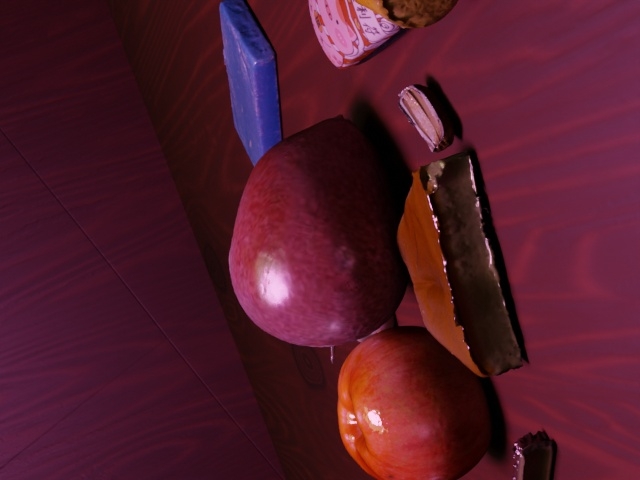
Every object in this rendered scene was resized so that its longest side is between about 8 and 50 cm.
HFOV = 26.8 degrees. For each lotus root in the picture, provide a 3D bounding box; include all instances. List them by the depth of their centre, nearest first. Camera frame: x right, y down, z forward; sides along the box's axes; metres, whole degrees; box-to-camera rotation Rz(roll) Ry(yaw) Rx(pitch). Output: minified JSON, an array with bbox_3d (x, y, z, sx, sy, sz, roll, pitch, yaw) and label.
[{"bbox_3d":[0.113,-0.128,1.369,0.083,0.030,0.037,58,133,31],"label":"lotus root"}]

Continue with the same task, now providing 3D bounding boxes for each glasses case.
[{"bbox_3d":[0.040,-0.246,1.399,0.267,0.067,0.103,160,87,-78],"label":"glasses case"}]

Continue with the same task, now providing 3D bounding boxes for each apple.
[{"bbox_3d":[0.107,0.202,1.626,0.209,0.164,0.209,161,90,-76],"label":"apple"}]

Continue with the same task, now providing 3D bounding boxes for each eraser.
[{"bbox_3d":[-0.107,-0.231,2.127,0.312,0.043,0.144,87,159,-56],"label":"eraser"}]

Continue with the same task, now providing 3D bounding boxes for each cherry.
[{"bbox_3d":[0.000,0.000,1.632,0.261,0.221,0.307,-113,25,-85],"label":"cherry"}]

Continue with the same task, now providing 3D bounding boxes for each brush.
[{"bbox_3d":[0.234,0.292,1.512,0.248,0.043,0.036,82,169,-49],"label":"brush"}]

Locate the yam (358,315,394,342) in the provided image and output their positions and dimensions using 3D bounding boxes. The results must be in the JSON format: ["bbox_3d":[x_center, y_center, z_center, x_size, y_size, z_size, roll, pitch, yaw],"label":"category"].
[{"bbox_3d":[0.005,0.004,1.957,0.081,0.081,0.356,85,159,-52],"label":"yam"}]

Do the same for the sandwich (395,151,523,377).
[{"bbox_3d":[0.127,0.008,1.456,0.212,0.063,0.245,-139,32,-69],"label":"sandwich"}]

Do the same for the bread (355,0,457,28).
[{"bbox_3d":[0.060,-0.300,1.149,0.094,0.102,0.245,52,160,49],"label":"bread"}]
